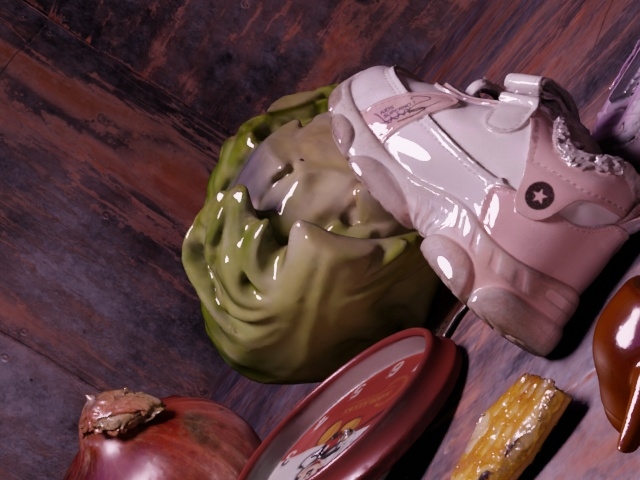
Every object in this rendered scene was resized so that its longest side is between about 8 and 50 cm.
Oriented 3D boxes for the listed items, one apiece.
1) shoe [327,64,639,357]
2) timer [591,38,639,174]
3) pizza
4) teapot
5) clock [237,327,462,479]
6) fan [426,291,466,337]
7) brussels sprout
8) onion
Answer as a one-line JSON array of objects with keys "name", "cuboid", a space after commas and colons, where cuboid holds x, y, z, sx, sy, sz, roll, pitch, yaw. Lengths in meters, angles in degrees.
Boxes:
[{"name": "shoe", "cuboid": [0.164, -0.068, 1.256, 0.198, 0.351, 0.172, -43, -32, 10]}, {"name": "timer", "cuboid": [0.334, -0.159, 1.245, 0.208, 0.069, 0.191, -59, 4, -5]}, {"name": "pizza", "cuboid": [0.159, 0.165, 1.102, 0.160, 0.036, 0.099, -53, 8, 30]}, {"name": "teapot", "cuboid": [0.218, 0.084, 0.803, 0.173, 0.116, 0.116, -16, -33, -57]}, {"name": "clock", "cuboid": [0.034, 0.222, 1.480, 0.318, 0.080, 0.318, -39, 10, 8]}, {"name": "fan", "cuboid": [0.139, 0.118, 1.629, 0.220, 0.009, 0.132, -56, 4, 1]}, {"name": "brussels sprout", "cuboid": [0.006, 0.017, 1.771, 0.425, 0.342, 0.361, -59, -22, -51]}, {"name": "onion", "cuboid": [-0.223, 0.386, 1.900, 0.353, 0.353, 0.353, -56, 6, 9]}]
